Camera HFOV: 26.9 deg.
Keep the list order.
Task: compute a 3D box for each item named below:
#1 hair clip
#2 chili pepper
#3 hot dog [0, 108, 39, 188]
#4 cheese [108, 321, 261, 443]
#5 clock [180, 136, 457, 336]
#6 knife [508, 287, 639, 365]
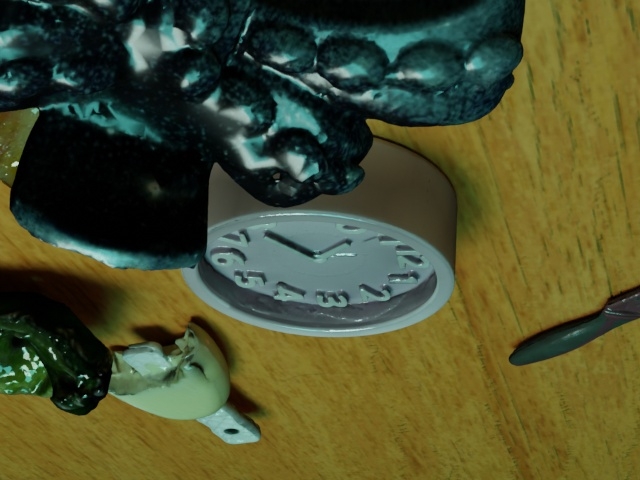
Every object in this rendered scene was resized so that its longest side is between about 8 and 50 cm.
[{"bbox_3d":[-0.066,-0.114,0.631,0.310,0.194,0.206,18,126,-21],"label":"hair clip"},{"bbox_3d":[-0.304,0.078,1.127,0.265,0.116,0.148,8,163,-5],"label":"chili pepper"},{"bbox_3d":[-0.183,-0.094,0.792,0.213,0.103,0.146,19,128,-43],"label":"hot dog"},{"bbox_3d":[-0.118,0.147,1.271,0.127,0.049,0.235,-11,150,21],"label":"cheese"},{"bbox_3d":[0.000,0.000,0.963,0.197,0.068,0.197,3,151,2],"label":"clock"},{"bbox_3d":[0.243,0.059,1.096,0.035,0.018,0.247,25,143,-28],"label":"knife"}]
